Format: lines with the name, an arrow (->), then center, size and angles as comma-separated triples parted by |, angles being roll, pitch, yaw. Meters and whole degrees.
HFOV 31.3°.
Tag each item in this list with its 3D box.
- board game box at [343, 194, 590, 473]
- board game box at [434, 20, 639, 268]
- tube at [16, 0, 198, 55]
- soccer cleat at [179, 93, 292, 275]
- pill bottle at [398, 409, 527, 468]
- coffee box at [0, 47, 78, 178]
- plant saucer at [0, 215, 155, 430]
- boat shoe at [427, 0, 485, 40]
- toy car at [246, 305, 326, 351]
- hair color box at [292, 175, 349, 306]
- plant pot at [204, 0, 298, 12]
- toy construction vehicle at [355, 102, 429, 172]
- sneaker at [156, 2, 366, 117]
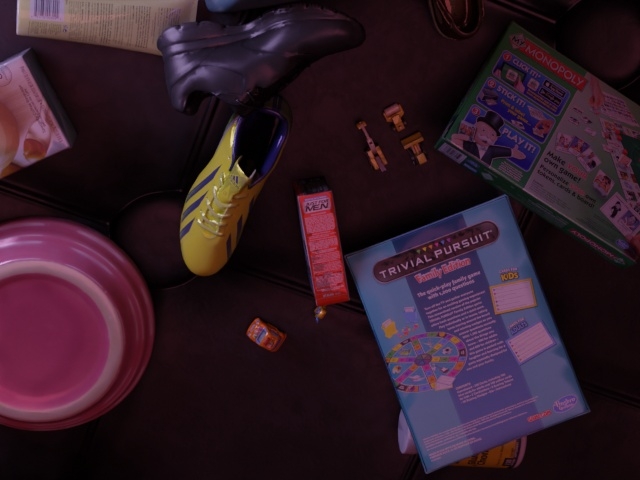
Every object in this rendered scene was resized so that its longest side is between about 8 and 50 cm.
board game box -> 0.210, 0.134, 1.667 | 0.253, 0.079, 0.336 | -20, 88, 0
board game box -> 0.344, -0.133, 1.592 | 0.317, 0.046, 0.214 | 33, 71, -4
tube -> -0.289, -0.297, 1.548 | 0.240, 0.070, 0.062 | 3, 64, -14
soccer cleat -> -0.125, -0.076, 1.596 | 0.093, 0.121, 0.289 | 23, 104, -13
pill bottle -> 0.217, 0.296, 1.759 | 0.184, 0.103, 0.103 | 4, 107, -8
coffee box -> -0.475, -0.144, 1.548 | 0.246, 0.098, 0.141 | -25, 108, 2
plant saucer -> -0.406, 0.133, 1.650 | 0.332, 0.084, 0.332 | -2, 108, -6
boat shoe -> 0.171, -0.396, 1.543 | 0.095, 0.095, 0.258 | -21, 108, 0
toy car -> -0.051, 0.122, 1.708 | 0.122, 0.040, 0.060 | -39, 107, 6
hair color box -> 0.000, 0.000, 1.649 | 0.053, 0.093, 0.167 | -10, 107, -4
plant pot -> -0.039, -0.415, 1.433 | 0.247, 0.252, 0.247 | -9, 107, -4
toy construction vehicle -> 0.105, -0.141, 1.647 | 0.085, 0.035, 0.098 | -24, 108, 1
sneaker -> -0.075, -0.232, 1.503 | 0.286, 0.109, 0.130 | -8, 82, 20
